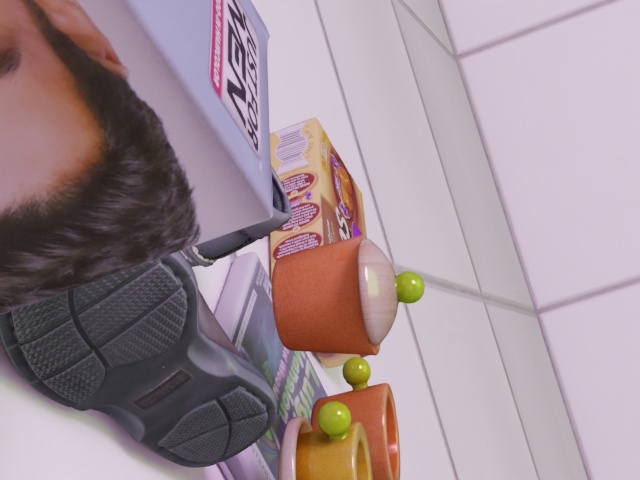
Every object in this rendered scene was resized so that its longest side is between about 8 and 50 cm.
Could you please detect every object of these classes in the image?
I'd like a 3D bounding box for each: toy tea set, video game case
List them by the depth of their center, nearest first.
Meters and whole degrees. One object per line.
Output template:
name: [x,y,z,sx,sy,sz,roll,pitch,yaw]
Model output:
toy tea set: [0.054,0.157,0.850,0.200,0.124,0.336,-82,163,-54]
video game case: [-0.031,0.123,0.920,0.190,0.022,0.173,-78,146,-63]

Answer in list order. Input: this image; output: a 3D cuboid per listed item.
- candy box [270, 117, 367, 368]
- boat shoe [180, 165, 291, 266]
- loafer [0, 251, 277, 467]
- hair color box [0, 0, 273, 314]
candy box: [0.000,0.000,1.117,0.187,0.053,0.109,-95,160,-44]
boat shoe: [-0.105,-0.131,0.786,0.116,0.099,0.319,-70,144,-64]
loafer: [-0.103,0.037,0.685,0.084,0.096,0.267,58,-1,34]
hair color box: [-0.176,-0.131,0.412,0.114,0.185,0.374,-95,159,-43]
